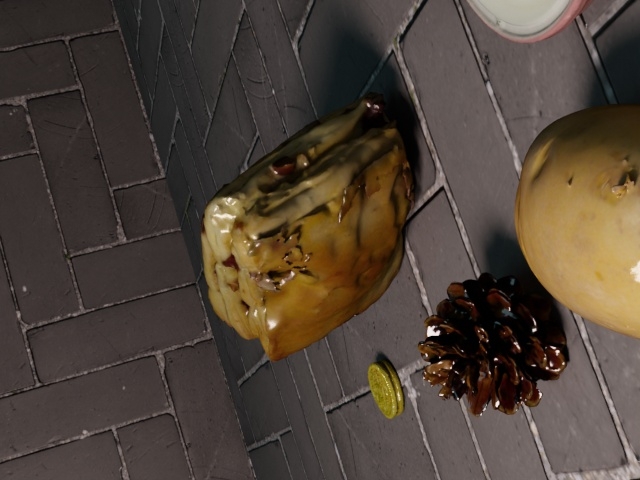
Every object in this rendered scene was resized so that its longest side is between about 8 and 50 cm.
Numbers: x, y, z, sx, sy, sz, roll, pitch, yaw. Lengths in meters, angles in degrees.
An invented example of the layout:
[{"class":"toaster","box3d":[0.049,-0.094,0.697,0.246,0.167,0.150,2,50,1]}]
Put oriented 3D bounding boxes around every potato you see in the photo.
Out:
[{"class":"potato","box3d":[0.205,-0.015,0.655,0.234,0.146,0.150,-161,87,-71]}]

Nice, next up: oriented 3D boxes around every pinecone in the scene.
[{"class":"pinecone","box3d":[0.154,0.100,0.922,0.140,0.121,0.140,30,130,43]}]

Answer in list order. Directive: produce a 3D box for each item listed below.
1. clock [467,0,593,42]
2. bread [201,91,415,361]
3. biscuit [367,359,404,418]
[{"class":"clock","box3d":[0.144,-0.272,0.750,0.244,0.056,0.244,166,90,-73]},{"class":"bread","box3d":[0.000,0.000,1.163,0.167,0.277,0.324,45,155,15]},{"class":"biscuit","box3d":[0.093,0.211,1.396,0.084,0.023,0.084,164,90,-73]}]
